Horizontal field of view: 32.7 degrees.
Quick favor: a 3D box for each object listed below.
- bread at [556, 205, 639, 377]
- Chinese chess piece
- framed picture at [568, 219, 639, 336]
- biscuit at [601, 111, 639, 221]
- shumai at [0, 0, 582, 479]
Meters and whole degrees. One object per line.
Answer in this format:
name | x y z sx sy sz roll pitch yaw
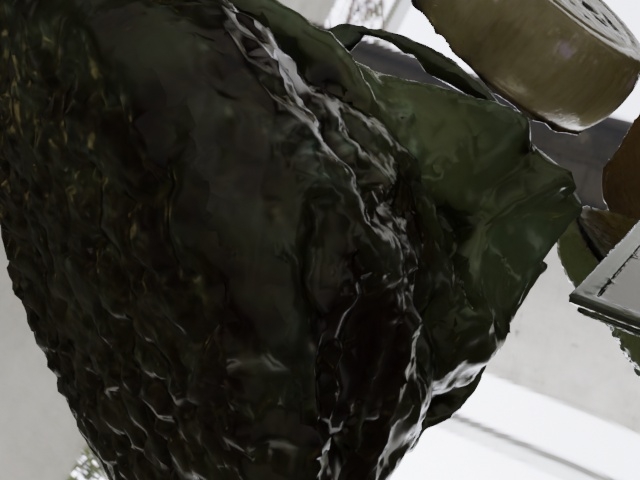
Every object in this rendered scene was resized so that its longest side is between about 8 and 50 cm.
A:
bread | 0.305 0.076 0.876 0.286 0.056 0.207 19 -141 -32
Chinese chess piece | 0.218 -0.227 1.141 0.104 0.257 0.257 -50 -119 28
framed picture | 0.208 0.033 0.533 0.142 0.183 0.011 21 -70 20
biscuit | 0.368 -0.059 1.110 0.013 0.232 0.237 4 -134 -18
shumai | 0.000 0.000 0.699 0.348 0.395 0.395 -17 -120 -29
